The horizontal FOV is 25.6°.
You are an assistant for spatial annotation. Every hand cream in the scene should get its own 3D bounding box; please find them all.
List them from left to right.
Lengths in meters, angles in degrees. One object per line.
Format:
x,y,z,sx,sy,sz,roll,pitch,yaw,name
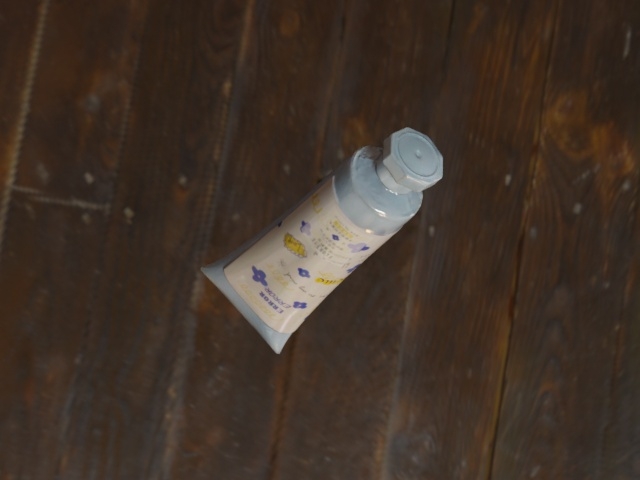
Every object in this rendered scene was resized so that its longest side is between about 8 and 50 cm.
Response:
0.000,0.000,0.719,0.065,0.170,0.043,49,43,0,hand cream
